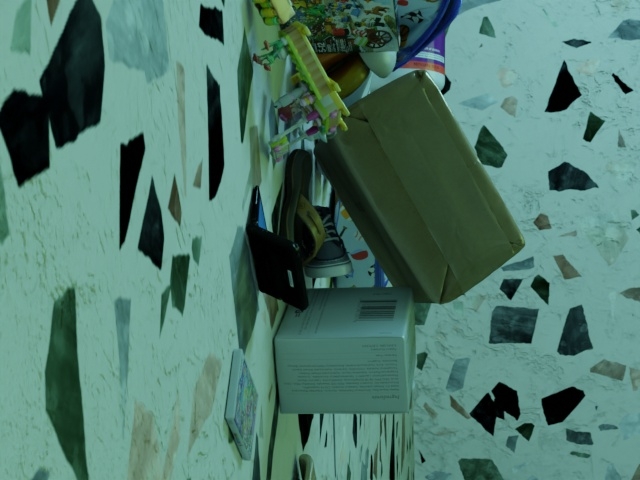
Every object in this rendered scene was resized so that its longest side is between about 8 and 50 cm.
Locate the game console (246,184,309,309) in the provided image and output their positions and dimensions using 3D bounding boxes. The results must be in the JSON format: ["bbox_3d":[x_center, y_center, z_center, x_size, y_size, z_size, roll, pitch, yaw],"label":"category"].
[{"bbox_3d":[-0.049,0.009,1.574,0.071,0.107,0.122,-50,149,-31],"label":"game console"}]

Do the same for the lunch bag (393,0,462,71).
[{"bbox_3d":[0.148,-0.550,2.338,0.385,0.239,0.328,100,-7,-47],"label":"lunch bag"}]

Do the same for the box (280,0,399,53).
[{"bbox_3d":[0.019,-0.332,1.702,0.233,0.159,0.044,74,17,-63],"label":"box"}]

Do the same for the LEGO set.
[{"bbox_3d":[-0.045,-0.189,1.609,0.132,0.107,0.287,55,-5,29],"label":"LEGO set"}]

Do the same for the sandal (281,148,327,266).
[{"bbox_3d":[-0.019,-0.027,1.796,0.090,0.060,0.219,74,19,-62],"label":"sandal"}]

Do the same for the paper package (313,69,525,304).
[{"bbox_3d":[0.138,-0.068,1.907,0.309,0.168,0.325,60,-5,-1],"label":"paper package"}]

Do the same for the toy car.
[{"bbox_3d":[0.023,-0.282,1.893,0.136,0.159,0.182,49,24,-16],"label":"toy car"}]

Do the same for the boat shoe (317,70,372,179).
[{"bbox_3d":[0.035,-0.225,2.115,0.084,0.095,0.258,-23,124,-85],"label":"boat shoe"}]

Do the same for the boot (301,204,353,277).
[{"bbox_3d":[0.000,0.000,1.862,0.190,0.069,0.086,-145,-133,-75],"label":"boot"}]

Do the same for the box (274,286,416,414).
[{"bbox_3d":[0.039,0.152,1.789,0.181,0.182,0.119,-69,156,-69],"label":"box"}]

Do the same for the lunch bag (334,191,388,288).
[{"bbox_3d":[0.088,-0.049,2.375,0.303,0.115,0.243,-79,169,-48],"label":"lunch bag"}]

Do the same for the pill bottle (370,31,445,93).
[{"bbox_3d":[0.174,-0.470,2.700,0.181,0.181,0.323,26,65,-81],"label":"pill bottle"}]

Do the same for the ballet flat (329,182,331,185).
[{"bbox_3d":[0.039,-0.160,2.236,0.068,0.072,0.213,56,23,-24],"label":"ballet flat"}]

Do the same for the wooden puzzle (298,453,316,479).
[{"bbox_3d":[-0.023,0.472,1.886,0.238,0.044,0.221,-87,172,-47],"label":"wooden puzzle"}]

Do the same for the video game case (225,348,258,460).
[{"bbox_3d":[-0.090,0.192,1.483,0.122,0.011,0.087,77,16,-57],"label":"video game case"}]
